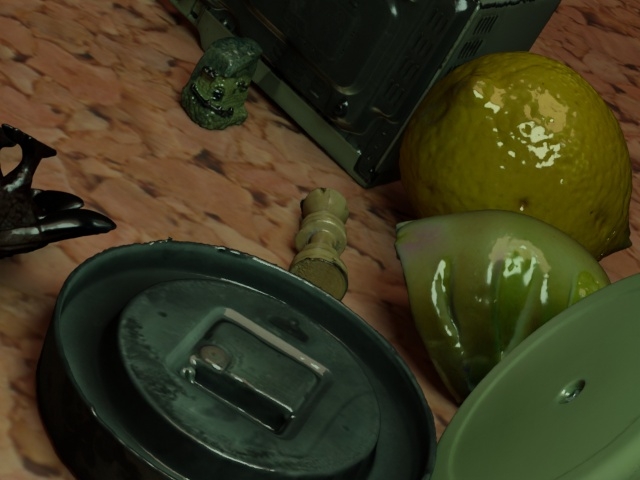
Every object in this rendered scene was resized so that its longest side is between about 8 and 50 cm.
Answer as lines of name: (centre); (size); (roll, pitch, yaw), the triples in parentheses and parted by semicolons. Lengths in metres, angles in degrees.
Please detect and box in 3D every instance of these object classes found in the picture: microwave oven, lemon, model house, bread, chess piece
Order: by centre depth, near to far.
bread: (0.182, 0.065, 1.336); (0.261, 0.156, 0.158); (21, 29, -11)
chess piece: (0.000, -0.001, 1.393); (0.060, 0.060, 0.172); (23, 27, -9)
lemon: (0.195, -0.075, 1.474); (0.253, 0.228, 0.228); (60, 18, -27)
model house: (-0.100, -0.168, 1.539); (0.066, 0.083, 0.079); (44, 32, 22)
microwave oven: (0.036, -0.274, 1.627); (0.355, 0.286, 0.218); (45, 35, 20)

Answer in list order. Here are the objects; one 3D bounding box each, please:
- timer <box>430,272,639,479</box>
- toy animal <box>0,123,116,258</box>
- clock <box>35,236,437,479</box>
timer: (0.285, 0.222, 1.123); (0.315, 0.291, 0.290); (48, 27, -12)
toy animal: (-0.273, -0.009, 1.156); (0.219, 0.116, 0.179); (21, 58, 27)
clock: (-0.063, 0.121, 1.136); (0.319, 0.066, 0.319); (20, 31, -13)
